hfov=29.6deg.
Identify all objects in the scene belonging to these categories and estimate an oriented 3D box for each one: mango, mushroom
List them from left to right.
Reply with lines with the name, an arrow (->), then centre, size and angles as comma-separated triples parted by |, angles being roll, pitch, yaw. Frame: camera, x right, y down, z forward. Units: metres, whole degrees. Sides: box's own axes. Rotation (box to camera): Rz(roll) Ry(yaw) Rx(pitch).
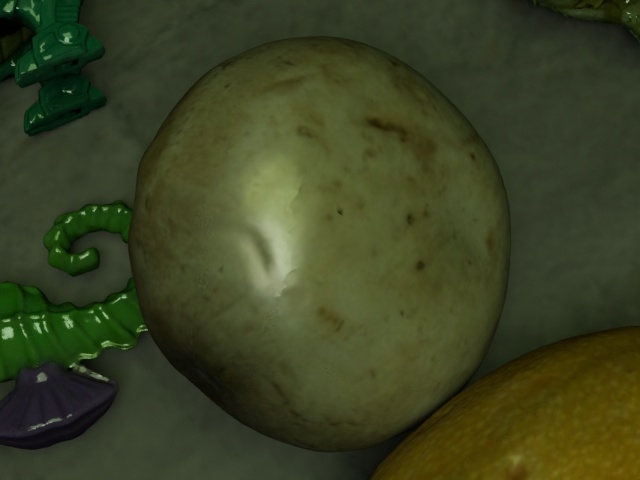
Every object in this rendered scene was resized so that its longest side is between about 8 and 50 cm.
mushroom -> 0.000, 0.000, 0.490 | 0.166, 0.127, 0.166 | 2, 87, -36
mango -> 0.087, 0.129, 0.459 | 0.262, 0.109, 0.157 | -38, 98, -22

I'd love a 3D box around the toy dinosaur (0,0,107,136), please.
toy dinosaur -> -0.147, -0.114, 0.542 | 0.259, 0.094, 0.153 | -25, 79, -19

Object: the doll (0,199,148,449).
doll -> -0.146, 0.040, 0.511 | 0.190, 0.050, 0.115 | -17, 66, -15

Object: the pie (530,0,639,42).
pie -> 0.182, -0.193, 0.578 | 0.248, 0.090, 0.201 | -25, 77, -6
